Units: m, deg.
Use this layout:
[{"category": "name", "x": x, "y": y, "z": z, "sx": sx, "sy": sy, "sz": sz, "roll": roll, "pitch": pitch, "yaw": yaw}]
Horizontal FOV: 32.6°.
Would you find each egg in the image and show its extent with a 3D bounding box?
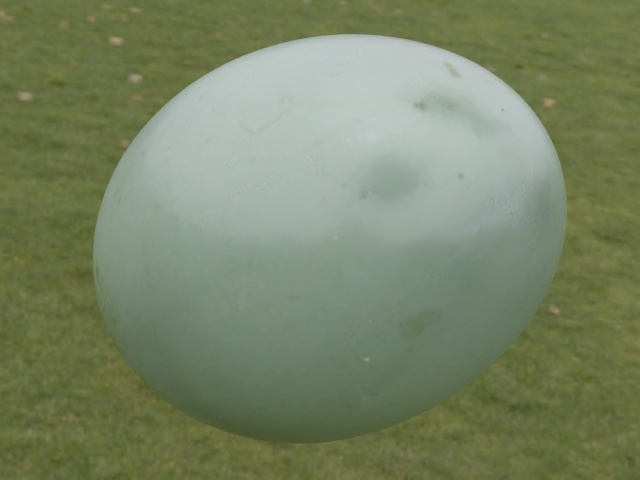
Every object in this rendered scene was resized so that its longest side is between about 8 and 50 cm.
[{"category": "egg", "x": 0.000, "y": 0.000, "z": 0.414, "sx": 0.192, "sy": 0.149, "sz": 0.149, "roll": -16, "pitch": 2, "yaw": 38}]
